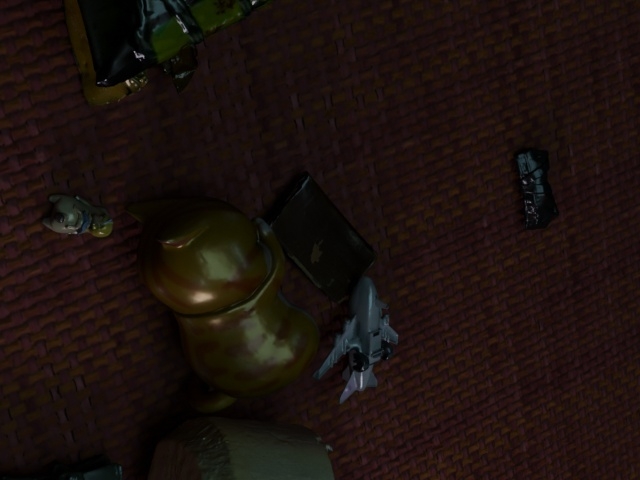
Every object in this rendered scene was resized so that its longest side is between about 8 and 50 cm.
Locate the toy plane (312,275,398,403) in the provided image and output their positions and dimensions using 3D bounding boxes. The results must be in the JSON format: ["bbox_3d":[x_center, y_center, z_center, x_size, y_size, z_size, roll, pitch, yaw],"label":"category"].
[{"bbox_3d":[0.057,0.128,1.676,0.162,0.065,0.171,-19,128,-44],"label":"toy plane"}]

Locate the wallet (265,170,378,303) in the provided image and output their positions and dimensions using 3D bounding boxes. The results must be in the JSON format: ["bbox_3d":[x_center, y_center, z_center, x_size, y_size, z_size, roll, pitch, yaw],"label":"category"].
[{"bbox_3d":[0.000,0.000,1.627,0.095,0.026,0.176,-52,131,-11],"label":"wallet"}]

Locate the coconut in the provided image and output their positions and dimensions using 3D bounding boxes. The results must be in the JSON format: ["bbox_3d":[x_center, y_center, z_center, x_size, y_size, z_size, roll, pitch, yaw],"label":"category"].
[{"bbox_3d":[-0.084,0.332,1.548,0.244,0.239,0.239,10,99,-35],"label":"coconut"}]

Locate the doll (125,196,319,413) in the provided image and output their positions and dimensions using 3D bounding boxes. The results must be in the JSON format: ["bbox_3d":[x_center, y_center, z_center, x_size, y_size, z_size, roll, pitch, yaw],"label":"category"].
[{"bbox_3d":[-0.112,0.065,1.492,0.162,0.166,0.269,-33,118,-24],"label":"doll"}]

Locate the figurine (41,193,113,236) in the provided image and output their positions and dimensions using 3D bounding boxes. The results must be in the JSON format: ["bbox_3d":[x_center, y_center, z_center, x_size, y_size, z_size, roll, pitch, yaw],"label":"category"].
[{"bbox_3d":[-0.266,-0.021,1.425,0.083,0.050,0.047,8,105,-36],"label":"figurine"}]

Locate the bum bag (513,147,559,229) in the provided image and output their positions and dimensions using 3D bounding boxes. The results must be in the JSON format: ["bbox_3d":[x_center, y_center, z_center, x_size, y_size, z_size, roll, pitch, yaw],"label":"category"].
[{"bbox_3d":[0.307,-0.074,1.809,0.058,0.034,0.124,-20,115,-13],"label":"bum bag"}]

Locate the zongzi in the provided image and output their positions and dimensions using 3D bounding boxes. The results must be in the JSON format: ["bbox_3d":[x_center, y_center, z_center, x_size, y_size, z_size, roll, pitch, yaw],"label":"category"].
[{"bbox_3d":[-0.095,-0.333,1.361,0.383,0.362,0.319,-13,86,0],"label":"zongzi"}]

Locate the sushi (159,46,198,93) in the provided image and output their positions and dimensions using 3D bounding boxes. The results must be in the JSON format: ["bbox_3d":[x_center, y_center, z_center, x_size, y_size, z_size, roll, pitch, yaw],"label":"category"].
[{"bbox_3d":[-0.172,-0.228,1.421,0.055,0.052,0.120,-31,119,-23],"label":"sushi"}]

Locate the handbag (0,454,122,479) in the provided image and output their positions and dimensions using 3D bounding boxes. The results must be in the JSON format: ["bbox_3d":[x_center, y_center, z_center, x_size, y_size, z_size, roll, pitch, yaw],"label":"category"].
[{"bbox_3d":[-0.345,0.388,1.482,0.247,0.079,0.260,-8,106,-34],"label":"handbag"}]

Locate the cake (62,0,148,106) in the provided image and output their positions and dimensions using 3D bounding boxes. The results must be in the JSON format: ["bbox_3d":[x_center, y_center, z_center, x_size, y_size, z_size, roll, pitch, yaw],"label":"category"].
[{"bbox_3d":[-0.238,-0.237,1.385,0.080,0.116,0.185,-33,89,-35],"label":"cake"}]
